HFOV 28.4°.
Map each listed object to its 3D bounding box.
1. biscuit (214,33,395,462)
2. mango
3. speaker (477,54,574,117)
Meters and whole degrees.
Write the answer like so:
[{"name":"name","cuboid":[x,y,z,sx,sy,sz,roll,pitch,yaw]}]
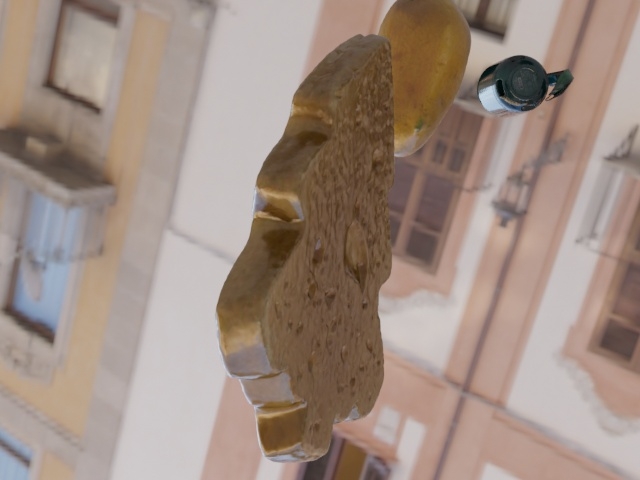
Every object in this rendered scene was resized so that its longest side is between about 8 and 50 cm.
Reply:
[{"name":"biscuit","cuboid":[0.000,0.000,0.676,0.041,0.238,0.212,5,166,21]},{"name":"mango","cuboid":[0.116,-0.207,1.552,0.109,0.227,0.147,27,151,-30]},{"name":"speaker","cuboid":[0.216,-0.158,1.321,0.095,0.060,0.075,8,178,-12]}]
